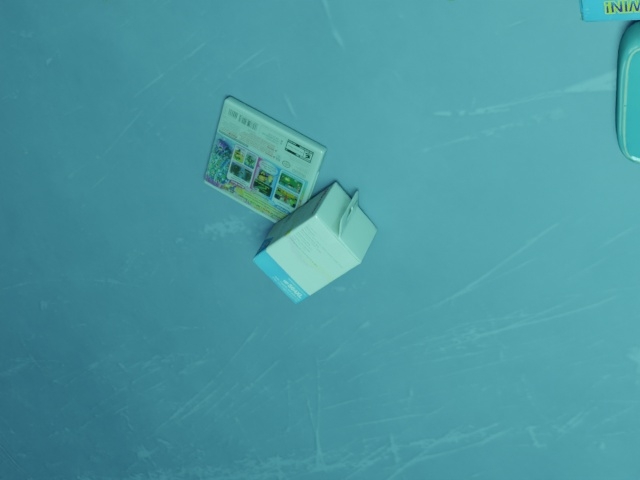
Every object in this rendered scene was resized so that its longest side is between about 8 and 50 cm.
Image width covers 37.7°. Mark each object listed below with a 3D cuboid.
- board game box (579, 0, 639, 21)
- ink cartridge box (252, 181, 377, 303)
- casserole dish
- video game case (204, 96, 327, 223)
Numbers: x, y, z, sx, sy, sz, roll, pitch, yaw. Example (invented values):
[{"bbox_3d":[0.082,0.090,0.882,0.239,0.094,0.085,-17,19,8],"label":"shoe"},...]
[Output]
[{"bbox_3d":[0.351,-0.313,0.735,0.308,0.086,0.302,3,151,23],"label":"board game box"},{"bbox_3d":[0.000,0.000,1.242,0.143,0.092,0.090,-33,106,34],"label":"ink cartridge box"},{"bbox_3d":[0.363,-0.145,0.977,0.114,0.037,0.188,10,131,25],"label":"casserole dish"},{"bbox_3d":[-0.079,-0.103,1.290,0.157,0.019,0.143,29,127,12],"label":"video game case"}]
